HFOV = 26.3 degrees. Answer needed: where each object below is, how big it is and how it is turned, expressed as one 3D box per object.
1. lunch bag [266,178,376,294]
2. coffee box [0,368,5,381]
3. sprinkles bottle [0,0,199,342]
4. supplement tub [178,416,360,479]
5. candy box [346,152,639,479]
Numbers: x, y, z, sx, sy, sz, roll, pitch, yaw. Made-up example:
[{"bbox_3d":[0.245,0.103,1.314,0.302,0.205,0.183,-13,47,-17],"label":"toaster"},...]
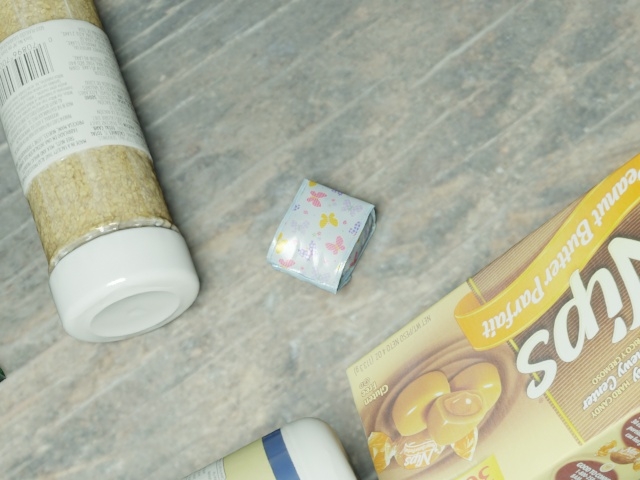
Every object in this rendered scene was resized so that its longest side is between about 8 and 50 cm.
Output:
[{"bbox_3d":[0.000,0.000,1.180,0.071,0.053,0.083,20,63,14],"label":"lunch bag"},{"bbox_3d":[-0.373,0.081,1.213,0.113,0.040,0.184,-35,68,-6],"label":"coffee box"},{"bbox_3d":[-0.216,-0.090,1.212,0.121,0.121,0.355,-22,67,0],"label":"sprinkles bottle"},{"bbox_3d":[-0.089,0.291,0.983,0.316,0.228,0.228,-27,67,-2],"label":"supplement tub"},{"bbox_3d":[0.178,0.092,1.002,0.316,0.087,0.183,-38,45,21],"label":"candy box"}]
